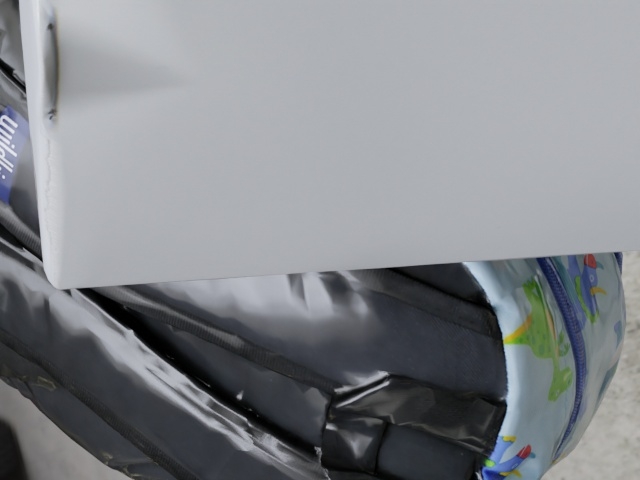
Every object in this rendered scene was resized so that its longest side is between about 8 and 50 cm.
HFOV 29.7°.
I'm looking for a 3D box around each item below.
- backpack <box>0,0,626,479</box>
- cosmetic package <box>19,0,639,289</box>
[{"bbox_3d":[-0.029,0.002,0.591,0.355,0.273,0.290,36,121,33],"label":"backpack"},{"bbox_3d":[0.094,-0.111,0.398,0.217,0.385,0.156,109,155,-51],"label":"cosmetic package"}]
